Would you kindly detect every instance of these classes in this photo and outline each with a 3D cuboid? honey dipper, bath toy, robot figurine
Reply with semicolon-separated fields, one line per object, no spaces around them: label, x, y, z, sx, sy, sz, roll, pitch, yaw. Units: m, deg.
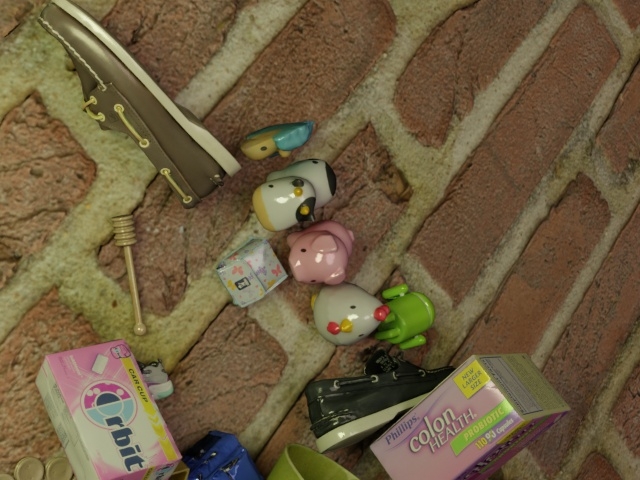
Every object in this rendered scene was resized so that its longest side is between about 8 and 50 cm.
honey dipper;-0.245;0.046;1.353;0.031;0.030;0.160;-16;103;-38
bath toy;0.000;0.000;1.487;0.151;0.129;0.348;-34;111;-34
robot figurine;0.133;0.121;1.632;0.115;0.067;0.101;-21;91;-38

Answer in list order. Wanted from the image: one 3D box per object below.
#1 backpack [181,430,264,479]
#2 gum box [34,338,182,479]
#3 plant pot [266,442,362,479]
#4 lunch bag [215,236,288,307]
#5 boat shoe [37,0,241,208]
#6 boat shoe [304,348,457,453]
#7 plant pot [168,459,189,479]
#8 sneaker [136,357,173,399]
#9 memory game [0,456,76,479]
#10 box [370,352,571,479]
backpack;-0.146;0.323;1.384;0.120;0.101;0.098;-38;106;-29
gum box;-0.261;0.211;1.257;0.107;0.062;0.188;-10;57;-38
plant pot;-0.026;0.473;1.385;0.275;0.275;0.293;36;93;-33
lunch bag;-0.098;0.045;1.456;0.083;0.053;0.071;-37;111;-23
boat shoe;-0.238;-0.169;1.307;0.097;0.116;0.324;-44;121;1
boat shoe;0.098;0.222;1.576;0.340;0.127;0.113;-14;70;-44
plant pot;-0.229;0.298;1.321;0.081;0.083;0.081;-7;130;-39
sneaker;-0.242;0.185;1.350;0.098;0.038;0.069;-28;105;-45
memory game;-0.348;0.355;1.274;0.186;0.012;0.186;0;89;-40
box;0.230;0.280;1.559;0.117;0.213;0.243;53;19;23
